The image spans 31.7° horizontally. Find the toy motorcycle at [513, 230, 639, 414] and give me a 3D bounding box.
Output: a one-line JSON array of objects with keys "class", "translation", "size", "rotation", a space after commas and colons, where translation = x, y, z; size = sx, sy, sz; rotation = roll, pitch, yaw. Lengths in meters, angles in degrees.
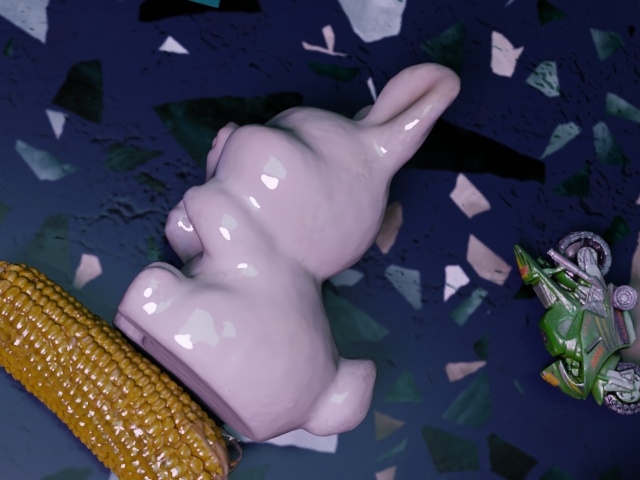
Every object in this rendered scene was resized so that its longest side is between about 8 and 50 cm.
[{"class": "toy motorcycle", "translation": [0.260, 0.086, 1.123], "size": [0.106, 0.074, 0.190], "rotation": [-13, 78, -6]}]

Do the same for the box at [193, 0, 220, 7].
[{"class": "box", "translation": [-0.195, -0.294, 1.074], "size": [0.227, 0.161, 0.042], "rotation": [14, 77, -9]}]

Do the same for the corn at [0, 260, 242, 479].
[{"class": "corn", "translation": [-0.195, 0.126, 0.995], "size": [0.293, 0.106, 0.106], "rotation": [43, 71, 1]}]

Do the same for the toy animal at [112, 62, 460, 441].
[{"class": "toy animal", "translation": [-0.010, -0.003, 1.024], "size": [0.241, 0.196, 0.367], "rotation": [32, 73, -10]}]
